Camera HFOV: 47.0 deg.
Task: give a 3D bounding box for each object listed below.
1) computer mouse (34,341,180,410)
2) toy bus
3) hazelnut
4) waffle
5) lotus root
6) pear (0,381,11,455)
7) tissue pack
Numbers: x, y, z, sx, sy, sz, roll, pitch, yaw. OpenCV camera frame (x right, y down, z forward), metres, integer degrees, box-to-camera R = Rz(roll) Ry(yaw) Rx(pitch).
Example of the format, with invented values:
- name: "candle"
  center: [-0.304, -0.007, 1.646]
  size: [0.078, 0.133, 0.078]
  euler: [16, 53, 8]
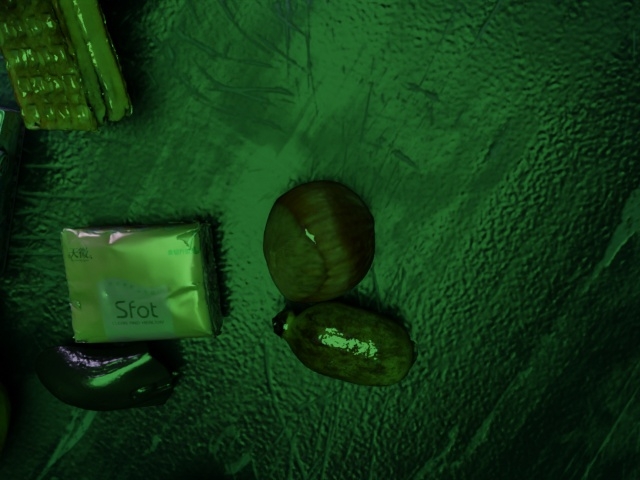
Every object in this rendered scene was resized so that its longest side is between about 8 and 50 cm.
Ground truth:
- name: "computer mouse"
  center: [-0.385, 0.258, 1.321]
  size: [0.264, 0.088, 0.147]
  euler: [-6, 128, 0]
- name: "toy bus"
  center: [-0.591, -0.072, 1.271]
  size: [0.108, 0.136, 0.330]
  euler: [12, 98, -1]
- name: "hazelnut"
  center: [0.000, 0.000, 1.250]
  size: [0.214, 0.176, 0.214]
  euler: [-16, 124, -26]
- name: "waffle"
  center: [-0.428, -0.332, 1.169]
  size: [0.212, 0.091, 0.308]
  euler: [8, 121, 38]
- name: "lotus root"
  center: [0.039, 0.176, 1.285]
  size: [0.260, 0.129, 0.145]
  euler: [15, 137, -3]
- name: "pear"
  center: [-0.711, 0.320, 1.225]
  size: [0.390, 0.391, 0.391]
  euler: [0, 99, 2]
- name: "tissue pack"
  center: [-0.309, 0.070, 1.292]
  size: [0.256, 0.123, 0.215]
  euler: [-3, 100, 10]
